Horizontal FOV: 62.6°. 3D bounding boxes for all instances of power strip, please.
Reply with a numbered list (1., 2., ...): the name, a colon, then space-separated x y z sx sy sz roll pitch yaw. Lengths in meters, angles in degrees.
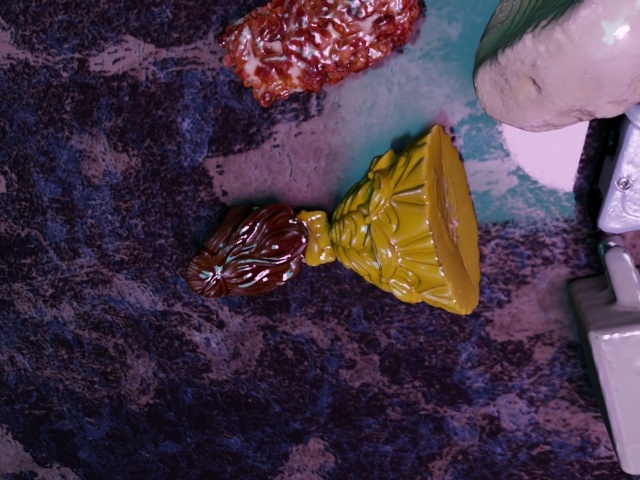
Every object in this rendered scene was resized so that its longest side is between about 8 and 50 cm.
1. power strip: 0.340 0.096 0.527 0.140 0.139 0.224 -14 104 21

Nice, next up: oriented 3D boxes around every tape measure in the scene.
1. tape measure: 0.356 -0.088 0.477 0.182 0.107 0.180 4 116 18

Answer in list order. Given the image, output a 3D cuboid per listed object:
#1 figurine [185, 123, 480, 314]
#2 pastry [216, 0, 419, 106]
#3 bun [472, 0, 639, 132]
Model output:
1. figurine: 0.002 -0.002 0.605 0.316 0.167 0.187 -8 134 29
2. pastry: 0.000 -0.220 0.543 0.209 0.097 0.115 -16 114 19
3. bun: 0.236 -0.180 0.432 0.133 0.231 0.231 35 116 -16
